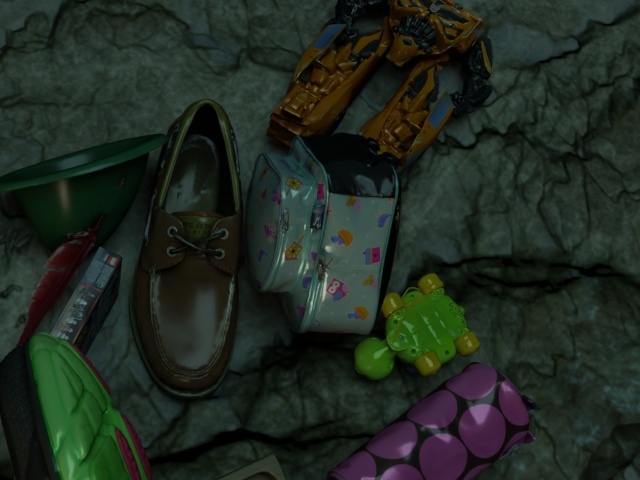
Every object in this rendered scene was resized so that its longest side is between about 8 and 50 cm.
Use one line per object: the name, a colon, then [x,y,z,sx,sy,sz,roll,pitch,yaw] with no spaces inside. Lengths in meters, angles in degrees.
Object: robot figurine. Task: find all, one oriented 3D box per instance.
robot figurine: [0.079,-0.188,1.351,0.211,0.085,0.291,34,62,4]

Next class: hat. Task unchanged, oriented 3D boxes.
hat: [-0.229,0.007,1.206,0.209,0.173,0.183,-16,102,-5]

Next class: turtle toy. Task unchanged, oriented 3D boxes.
turtle toy: [0.093,0.098,1.221,0.130,0.066,0.095,-25,74,-22]

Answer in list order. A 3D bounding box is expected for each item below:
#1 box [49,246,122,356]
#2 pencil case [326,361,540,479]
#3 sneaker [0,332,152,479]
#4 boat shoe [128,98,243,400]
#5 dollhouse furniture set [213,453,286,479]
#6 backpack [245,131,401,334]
box: [-0.232,0.084,1.141,0.027,0.094,0.137,25,61,0]
pencil case: [0.110,0.208,1.160,0.209,0.095,0.098,-32,95,-22]
sneaker: [-0.231,0.311,0.941,0.202,0.185,0.482,-4,79,3]
boat shoe: [-0.133,0.001,1.198,0.111,0.104,0.307,2,64,-12]
dollhouse furniture set: [-0.021,0.253,0.986,0.144,0.123,0.151,-18,82,-41]
backpack: [0.000,0.000,1.182,0.145,0.166,0.188,-5,109,-14]
